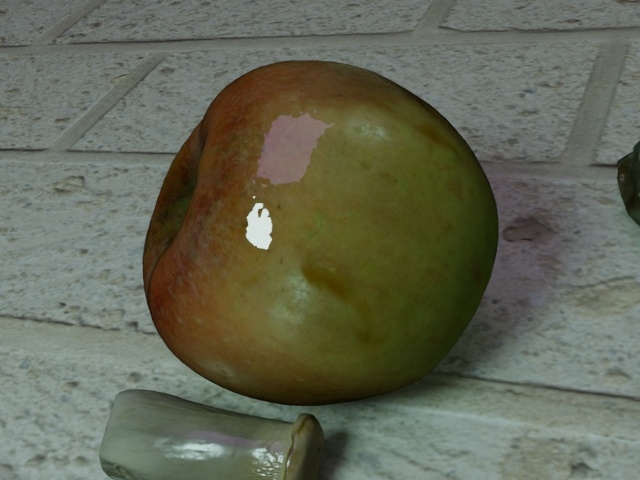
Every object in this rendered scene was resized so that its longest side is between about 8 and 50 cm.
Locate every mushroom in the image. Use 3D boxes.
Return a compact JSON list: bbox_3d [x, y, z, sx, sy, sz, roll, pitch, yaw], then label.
[{"bbox_3d":[-0.118,0.195,0.907,0.247,0.108,0.096,2,77,26],"label":"mushroom"}]

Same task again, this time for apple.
[{"bbox_3d":[0.000,0.000,0.948,0.305,0.338,0.338,20,27,-21],"label":"apple"}]

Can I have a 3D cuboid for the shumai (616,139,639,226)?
[{"bbox_3d":[0.478,-0.147,1.042,0.309,0.263,0.304,-18,36,-7],"label":"shumai"}]
